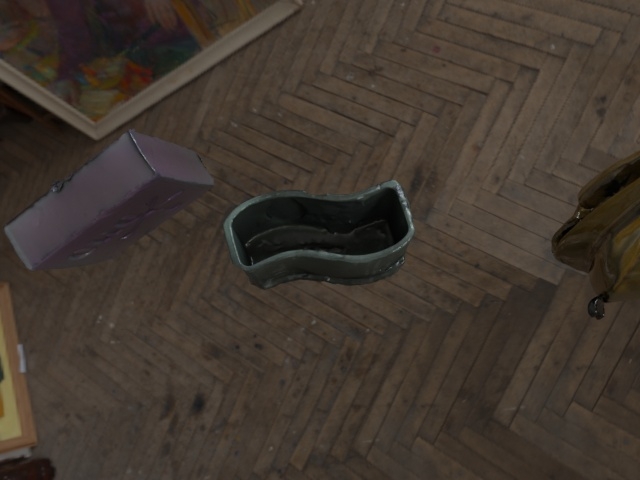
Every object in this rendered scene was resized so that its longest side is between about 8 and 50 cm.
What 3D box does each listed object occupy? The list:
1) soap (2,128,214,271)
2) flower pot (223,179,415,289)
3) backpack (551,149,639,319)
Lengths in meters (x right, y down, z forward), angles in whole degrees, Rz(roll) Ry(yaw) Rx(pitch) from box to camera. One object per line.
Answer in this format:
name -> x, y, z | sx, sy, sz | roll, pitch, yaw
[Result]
soap -> -0.375, -0.070, 1.159 | 0.296, 0.285, 0.107 | -33, 87, 11
flower pot -> 0.000, 0.000, 0.795 | 0.229, 0.108, 0.103 | -6, 70, 1
backpack -> 0.524, -0.036, 0.884 | 0.378, 0.353, 0.201 | -38, 61, 21
